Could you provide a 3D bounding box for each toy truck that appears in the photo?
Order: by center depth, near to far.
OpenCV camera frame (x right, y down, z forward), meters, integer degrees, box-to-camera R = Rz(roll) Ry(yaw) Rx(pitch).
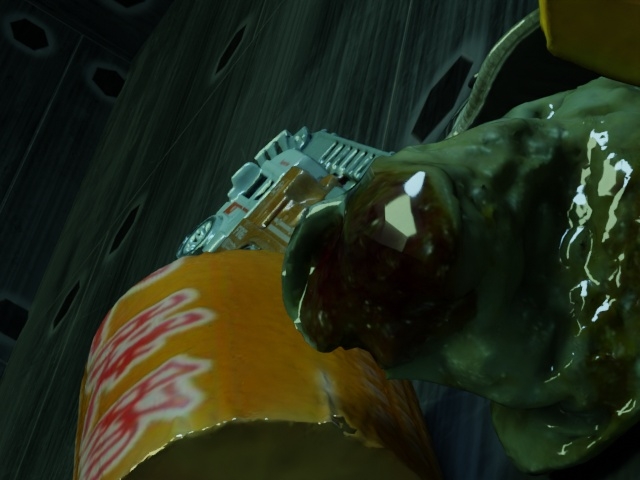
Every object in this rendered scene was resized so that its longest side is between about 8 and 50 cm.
[{"bbox_3d":[0.000,0.000,1.435,0.184,0.133,0.338,-49,17,-1],"label":"toy truck"}]

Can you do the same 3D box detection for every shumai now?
[{"bbox_3d":[0.106,-0.020,0.972,0.222,0.204,0.272,-49,14,31],"label":"shumai"}]

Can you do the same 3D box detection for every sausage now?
[{"bbox_3d":[-0.041,0.152,1.057,0.233,0.233,0.287,-56,13,13],"label":"sausage"}]

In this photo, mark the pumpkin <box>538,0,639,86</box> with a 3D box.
[{"bbox_3d":[0.233,-0.219,0.839,0.303,0.256,0.225,99,-174,-59],"label":"pumpkin"}]

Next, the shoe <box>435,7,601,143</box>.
[{"bbox_3d":[0.141,-0.092,1.219,0.227,0.099,0.112,-54,8,22],"label":"shoe"}]
